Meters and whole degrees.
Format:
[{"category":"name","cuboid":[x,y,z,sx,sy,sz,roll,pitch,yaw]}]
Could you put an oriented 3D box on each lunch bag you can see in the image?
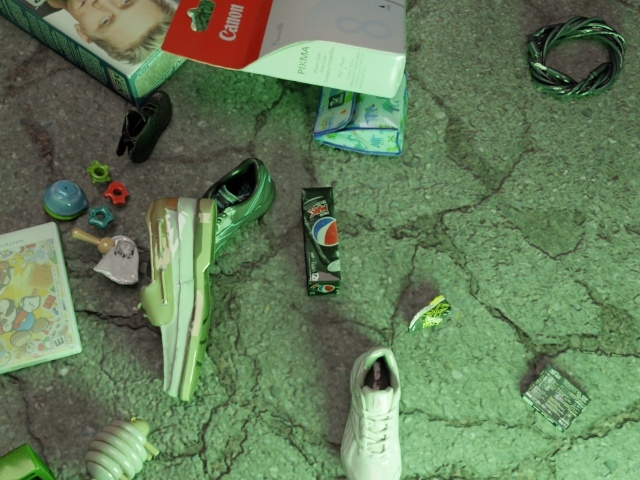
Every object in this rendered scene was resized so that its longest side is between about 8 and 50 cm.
[{"category":"lunch bag","cuboid":[0.068,-0.221,1.583,0.151,0.096,0.129,4,62,12]}]

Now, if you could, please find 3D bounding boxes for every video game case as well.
[{"category":"video game case","cuboid":[-0.497,0.096,1.459,0.206,0.026,0.227,-15,67,-7]}]

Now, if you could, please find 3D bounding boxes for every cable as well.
[{"category":"cable","cuboid":[0.463,-0.327,1.661,0.184,0.047,0.151,-10,66,-6]}]

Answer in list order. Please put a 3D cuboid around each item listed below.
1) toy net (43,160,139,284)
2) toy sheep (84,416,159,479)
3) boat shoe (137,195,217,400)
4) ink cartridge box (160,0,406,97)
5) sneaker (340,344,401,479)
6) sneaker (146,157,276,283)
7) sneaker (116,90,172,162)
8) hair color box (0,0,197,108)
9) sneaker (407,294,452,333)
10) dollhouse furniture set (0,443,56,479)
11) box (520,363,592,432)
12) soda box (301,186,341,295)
[{"category":"toy net","cuboid":[-0.349,-0.020,1.510,0.122,0.045,0.232,-25,70,-32]},{"category":"toy sheep","cuboid":[-0.291,0.308,1.334,0.091,0.091,0.132,27,49,11]},{"category":"boat shoe","cuboid":[-0.218,0.085,1.395,0.103,0.113,0.302,5,86,-1]},{"category":"ink cartridge box","cuboid":[-0.048,-0.385,1.570,0.384,0.091,0.308,11,40,-4]},{"category":"sneaker","cuboid":[0.075,0.258,1.345,0.090,0.115,0.232,-1,65,-1]},{"category":"sneaker","cuboid":[-0.180,-0.033,1.482,0.101,0.106,0.267,38,71,12]},{"category":"sneaker","cuboid":[-0.295,-0.198,1.564,0.051,0.089,0.170,15,66,6]},{"category":"hair color box","cuboid":[-0.403,-0.403,1.649,0.347,0.105,0.174,34,70,13]},{"category":"sneaker","cuboid":[0.172,0.120,1.457,0.083,0.031,0.035,-40,72,-17]},{"category":"dollhouse furniture set","cuboid":[-0.465,0.444,1.229,0.301,0.151,0.198,-29,69,-13]},{"category":"box","cuboid":[0.357,0.239,1.413,0.083,0.018,0.067,40,71,16]},{"category":"soda box","cuboid":[0.000,0.000,1.494,0.053,0.060,0.169,-3,65,-4]}]
